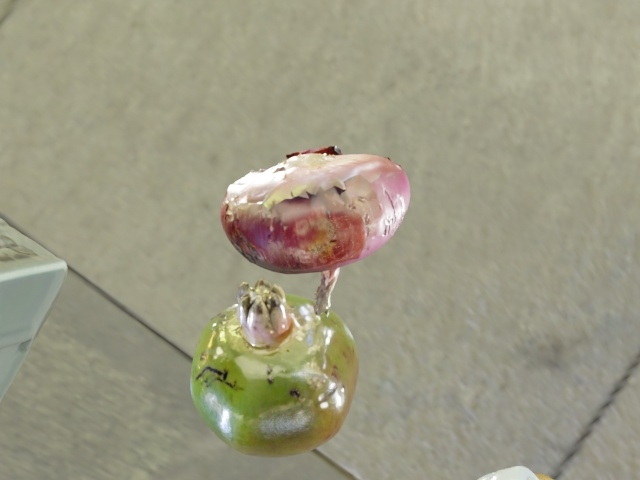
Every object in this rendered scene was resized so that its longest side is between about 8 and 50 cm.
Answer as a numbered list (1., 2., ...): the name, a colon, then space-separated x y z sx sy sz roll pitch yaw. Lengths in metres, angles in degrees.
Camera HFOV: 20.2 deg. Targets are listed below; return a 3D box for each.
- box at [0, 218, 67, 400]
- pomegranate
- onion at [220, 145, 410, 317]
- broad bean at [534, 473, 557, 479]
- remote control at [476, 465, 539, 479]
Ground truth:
1. box: -0.395 0.175 1.543 0.111 0.396 0.396 32 101 10
2. pomegranate: -0.049 0.119 1.840 0.180 0.209 0.180 -4 40 4
3. onion: 0.000 0.000 1.412 0.150 0.150 0.140 -4 110 20
4. broad bean: 0.125 0.276 1.398 0.156 0.122 0.228 31 102 -5
5. remote control: 0.117 0.219 0.829 0.047 0.087 0.244 -19 102 12
